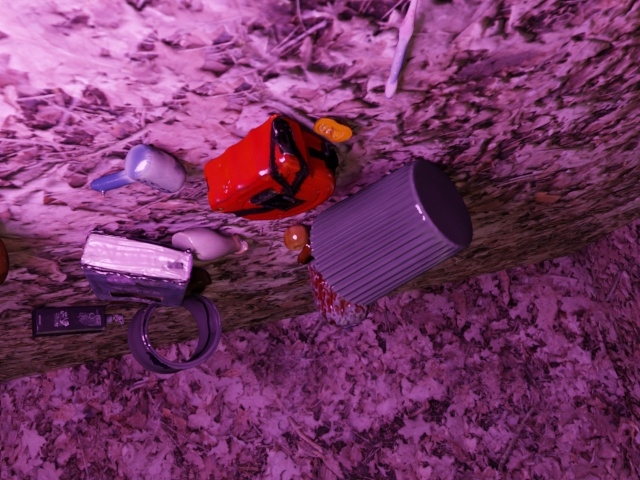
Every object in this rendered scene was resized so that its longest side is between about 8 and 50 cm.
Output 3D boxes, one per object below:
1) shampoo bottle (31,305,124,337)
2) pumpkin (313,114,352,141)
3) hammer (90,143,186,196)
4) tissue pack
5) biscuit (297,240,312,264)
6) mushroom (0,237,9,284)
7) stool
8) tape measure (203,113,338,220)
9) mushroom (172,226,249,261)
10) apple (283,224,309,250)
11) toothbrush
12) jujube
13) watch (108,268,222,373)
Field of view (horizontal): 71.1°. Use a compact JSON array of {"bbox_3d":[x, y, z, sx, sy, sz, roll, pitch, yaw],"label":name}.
[{"bbox_3d":[-0.904,0.300,1.688,0.071,0.098,0.309,-32,155,36],"label":"shampoo bottle"},{"bbox_3d":[0.023,-0.217,0.848,0.083,0.028,0.050,15,150,-41],"label":"pumpkin"},{"bbox_3d":[-0.357,-0.119,0.844,0.193,0.070,0.116,-11,165,22],"label":"hammer"},{"bbox_3d":[-0.490,0.094,1.227,0.259,0.122,0.361,12,157,-17],"label":"tissue pack"},{"bbox_3d":[0.000,0.000,1.364,0.192,0.049,0.192,-43,170,-10],"label":"biscuit"},{"bbox_3d":[-0.751,0.066,0.794,0.345,0.260,0.345,-12,163,-4],"label":"mushroom"},{"bbox_3d":[0.184,-0.023,1.162,0.297,0.297,0.330,5,151,-45],"label":"stool"},{"bbox_3d":[-0.085,-0.128,0.907,0.253,0.114,0.260,-24,160,33],"label":"tape measure"},{"bbox_3d":[-0.295,0.007,1.242,0.116,0.093,0.225,-3,-177,43],"label":"mushroom"},{"bbox_3d":[-0.073,-0.008,1.363,0.083,0.071,0.084,-12,162,-4],"label":"apple"},{"bbox_3d":[0.125,-0.299,0.669,0.021,0.027,0.269,22,162,5],"label":"toothbrush"},{"bbox_3d":[0.070,0.135,1.527,0.225,0.317,0.226,-12,176,-1],"label":"jujube"},{"bbox_3d":[-0.529,0.290,1.541,0.335,0.327,0.314,4,156,-41],"label":"watch"}]
